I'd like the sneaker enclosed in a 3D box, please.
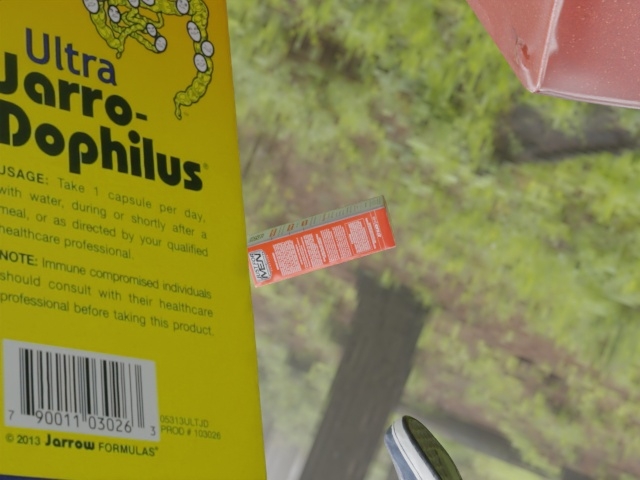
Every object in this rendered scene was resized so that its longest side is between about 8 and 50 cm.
[{"bbox_3d":[0.068,0.278,1.363,0.226,0.163,0.086,62,-168,-12],"label":"sneaker"}]

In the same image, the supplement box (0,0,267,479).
[{"bbox_3d":[-0.173,0.008,0.861,0.195,0.357,0.194,13,153,-42],"label":"supplement box"}]

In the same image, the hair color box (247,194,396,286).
[{"bbox_3d":[0.000,0.000,1.485,0.141,0.043,0.072,-16,-170,5],"label":"hair color box"}]

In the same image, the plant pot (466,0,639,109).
[{"bbox_3d":[0.207,-0.231,0.942,0.267,0.235,0.267,94,155,-49],"label":"plant pot"}]
